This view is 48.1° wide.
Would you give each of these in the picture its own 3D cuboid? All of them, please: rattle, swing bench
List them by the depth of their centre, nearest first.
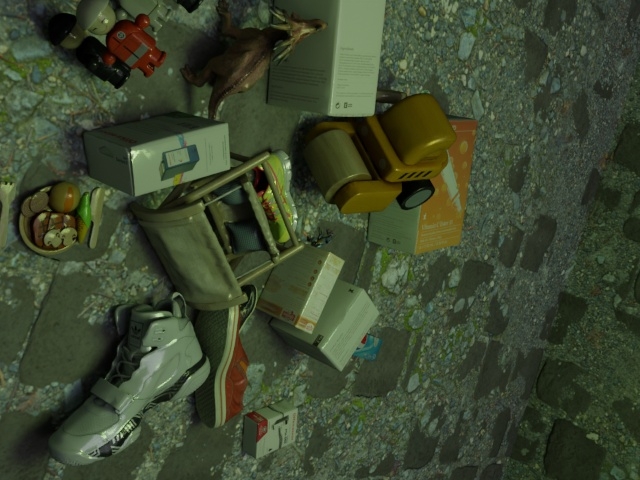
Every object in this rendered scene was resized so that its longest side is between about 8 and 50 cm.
[{"bbox_3d":[-0.201,-0.022,1.437,0.254,0.165,0.253,-44,133,-28],"label":"swing bench"},{"bbox_3d":[0.159,-0.306,1.728,0.199,0.130,0.143,3,90,-26],"label":"rattle"}]

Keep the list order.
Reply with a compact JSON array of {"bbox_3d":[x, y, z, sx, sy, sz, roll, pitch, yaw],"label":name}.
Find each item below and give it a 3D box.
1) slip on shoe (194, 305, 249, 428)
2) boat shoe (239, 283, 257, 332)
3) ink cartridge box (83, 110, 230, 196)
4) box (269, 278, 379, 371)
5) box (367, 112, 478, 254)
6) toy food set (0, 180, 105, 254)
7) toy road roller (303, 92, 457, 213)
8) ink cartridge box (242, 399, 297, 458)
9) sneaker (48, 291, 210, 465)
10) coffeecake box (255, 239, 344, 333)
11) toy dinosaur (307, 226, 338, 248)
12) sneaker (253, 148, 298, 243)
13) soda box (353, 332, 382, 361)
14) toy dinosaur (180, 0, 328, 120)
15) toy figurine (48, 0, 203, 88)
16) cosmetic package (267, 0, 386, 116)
[{"bbox_3d":[-0.209,0.255,1.566,0.101,0.123,0.332,-17,122,-40],"label":"slip on shoe"},{"bbox_3d":[-0.184,0.158,1.610,0.042,0.048,0.133,31,85,-57],"label":"boat shoe"},{"bbox_3d":[-0.292,-0.162,1.291,0.212,0.154,0.093,-22,121,-43],"label":"ink cartridge box"},{"bbox_3d":[0.010,0.188,1.734,0.181,0.181,0.119,-54,138,-18],"label":"box"},{"bbox_3d":[0.268,-0.158,1.897,0.215,0.168,0.346,-11,112,-45],"label":"box"},{"bbox_3d":[-0.458,-0.037,1.243,0.192,0.038,0.133,-1,105,-47],"label":"toy food set"},{"bbox_3d":[0.151,-0.210,1.622,0.329,0.203,0.241,-8,151,-36],"label":"toy road roller"},{"bbox_3d":[-0.124,0.468,1.786,0.135,0.056,0.099,-11,111,-45],"label":"ink cartridge box"},{"bbox_3d":[-0.375,0.251,1.375,0.365,0.137,0.210,-33,126,-42],"label":"sneaker"},{"bbox_3d":[-0.049,0.103,1.666,0.068,0.142,0.186,32,80,-48],"label":"coffeecake box"},{"bbox_3d":[0.000,0.000,1.777,0.090,0.047,0.082,-48,156,25],"label":"toy dinosaur"},{"bbox_3d":[-0.112,-0.091,1.580,0.094,0.081,0.209,-20,108,-41],"label":"sneaker"},{"bbox_3d":[0.076,0.265,1.918,0.210,0.071,0.067,25,85,-49],"label":"soda box"},{"bbox_3d":[-0.135,-0.342,1.361,0.127,0.200,0.296,43,73,-47],"label":"toy dinosaur"},{"bbox_3d":[-0.315,-0.368,1.154,0.148,0.213,0.210,38,72,-31],"label":"toy figurine"},{"bbox_3d":[0.015,-0.453,1.491,0.155,0.196,0.366,-9,112,-46],"label":"cosmetic package"}]
